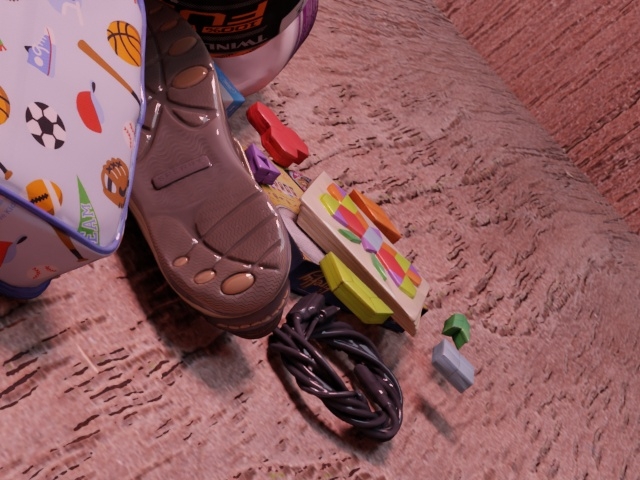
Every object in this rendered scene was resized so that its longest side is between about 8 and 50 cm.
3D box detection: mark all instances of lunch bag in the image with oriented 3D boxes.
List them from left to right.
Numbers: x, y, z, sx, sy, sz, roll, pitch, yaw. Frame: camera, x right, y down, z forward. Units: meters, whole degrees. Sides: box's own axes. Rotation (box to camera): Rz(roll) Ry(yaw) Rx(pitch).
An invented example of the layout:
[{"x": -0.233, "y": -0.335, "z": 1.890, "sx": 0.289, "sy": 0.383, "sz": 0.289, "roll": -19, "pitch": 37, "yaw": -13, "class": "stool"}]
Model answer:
[{"x": -0.242, "y": -0.128, "z": 1.215, "sx": 0.243, "sy": 0.115, "sz": 0.303, "roll": 31, "pitch": 43, "yaw": -39, "class": "lunch bag"}]

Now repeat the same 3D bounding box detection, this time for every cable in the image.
[{"x": 0.017, "y": 0.124, "z": 1.554, "sx": 0.150, "sy": 0.047, "sz": 0.184, "roll": 52, "pitch": 14, "yaw": -4, "class": "cable"}]

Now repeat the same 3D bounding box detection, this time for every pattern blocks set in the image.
[{"x": 0.044, "y": 0.007, "z": 1.748, "sx": 0.325, "sy": 0.026, "sz": 0.285, "roll": 43, "pitch": 18, "yaw": -18, "class": "pattern blocks set"}]

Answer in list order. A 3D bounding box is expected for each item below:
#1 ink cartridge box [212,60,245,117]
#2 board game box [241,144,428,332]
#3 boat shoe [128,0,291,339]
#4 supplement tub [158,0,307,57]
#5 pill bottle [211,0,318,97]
[{"x": -0.157, "y": -0.158, "z": 1.709, "sx": 0.104, "sy": 0.060, "sz": 0.180, "roll": 50, "pitch": 17, "yaw": 9, "class": "ink cartridge box"}, {"x": 0.000, "y": 0.000, "z": 1.777, "sx": 0.243, "sy": 0.042, "sz": 0.165, "roll": 24, "pitch": 29, "yaw": -54, "class": "board game box"}, {"x": -0.126, "y": -0.057, "z": 1.481, "sx": 0.130, "sy": 0.132, "sz": 0.355, "roll": 80, "pitch": -11, "yaw": -56, "class": "boat shoe"}, {"x": -0.096, "y": -0.290, "z": 1.576, "sx": 0.193, "sy": 0.193, "sz": 0.316, "roll": 51, "pitch": -9, "yaw": 10, "class": "supplement tub"}, {"x": -0.092, "y": -0.267, "z": 1.934, "sx": 0.169, "sy": 0.169, "sz": 0.301, "roll": 46, "pitch": 17, "yaw": -7, "class": "pill bottle"}]
